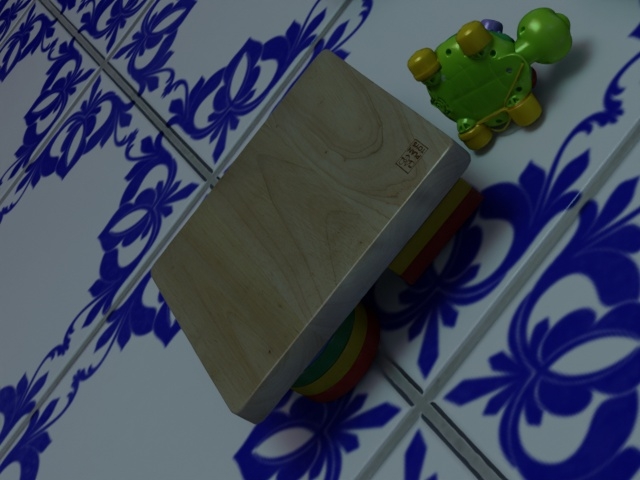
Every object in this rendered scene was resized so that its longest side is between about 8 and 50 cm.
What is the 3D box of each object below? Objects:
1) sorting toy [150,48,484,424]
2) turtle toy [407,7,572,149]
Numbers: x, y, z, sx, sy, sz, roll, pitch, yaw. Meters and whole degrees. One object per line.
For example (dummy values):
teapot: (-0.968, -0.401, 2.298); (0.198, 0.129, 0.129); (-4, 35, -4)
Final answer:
sorting toy: (0.000, 0.000, 1.008); (0.255, 0.089, 0.257); (-51, 32, 6)
turtle toy: (0.138, -0.136, 0.965); (0.130, 0.095, 0.066); (-25, 21, 38)
